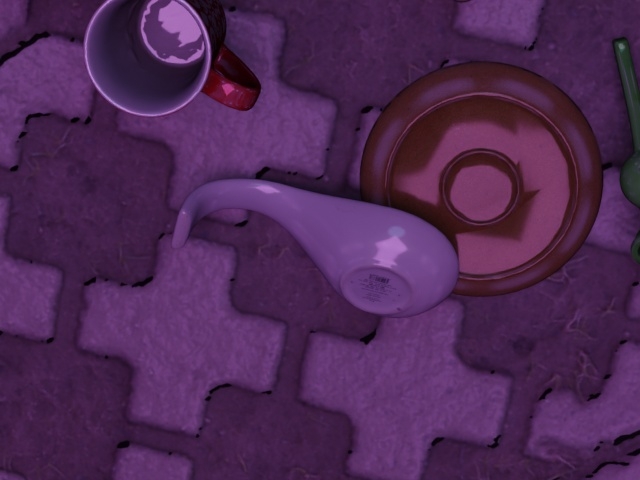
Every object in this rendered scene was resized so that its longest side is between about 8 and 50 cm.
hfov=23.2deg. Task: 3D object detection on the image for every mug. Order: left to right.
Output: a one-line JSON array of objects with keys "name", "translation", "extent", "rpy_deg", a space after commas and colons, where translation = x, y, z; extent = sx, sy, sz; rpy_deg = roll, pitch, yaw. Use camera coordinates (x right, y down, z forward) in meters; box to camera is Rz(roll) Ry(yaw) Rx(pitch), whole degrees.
[{"name": "mug", "translation": [-0.133, -0.169, 1.427], "extent": [0.113, 0.169, 0.150], "rpy_deg": [-31, 102, 12]}]

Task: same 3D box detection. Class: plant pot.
[{"name": "plant pot", "translation": [0.155, -0.054, 1.507], "extent": [0.236, 0.032, 0.236], "rpy_deg": [1, 105, 5]}]

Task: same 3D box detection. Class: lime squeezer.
[{"name": "lime squeezer", "translation": [0.305, -0.028, 1.458], "extent": [0.059, 0.110, 0.310], "rpy_deg": [-16, 105, -8]}]

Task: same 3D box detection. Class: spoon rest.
[{"name": "spoon rest", "translation": [0.000, 0.000, 1.508], "extent": [0.276, 0.084, 0.137], "rpy_deg": [16, 137, -5]}]

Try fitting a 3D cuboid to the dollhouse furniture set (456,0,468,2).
[{"name": "dollhouse furniture set", "translation": [0.041, -0.315, 1.356], "extent": [0.161, 0.212, 0.242], "rpy_deg": [-37, 73, 12]}]
